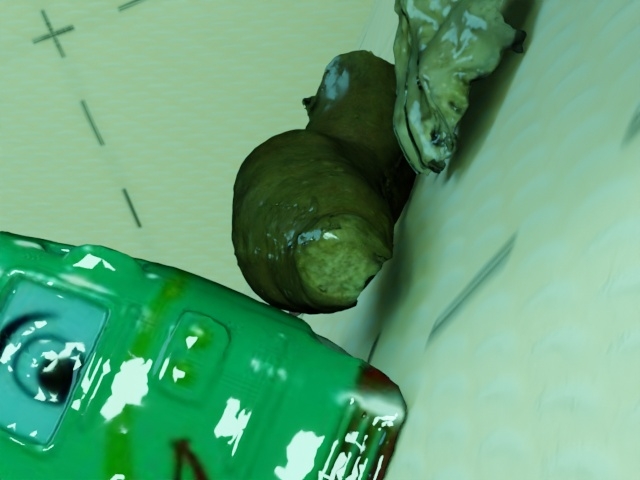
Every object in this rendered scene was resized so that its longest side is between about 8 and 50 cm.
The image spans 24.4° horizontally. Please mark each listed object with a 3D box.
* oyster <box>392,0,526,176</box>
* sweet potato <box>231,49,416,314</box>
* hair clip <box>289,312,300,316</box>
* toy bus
[{"bbox_3d":[0.062,-0.121,0.704,0.133,0.072,0.209,115,176,-64],"label":"oyster"},{"bbox_3d":[0.002,-0.027,0.736,0.112,0.085,0.286,-60,1,16],"label":"sweet potato"},{"bbox_3d":[-0.001,0.000,1.206,0.054,0.022,0.137,-55,11,57],"label":"hair clip"},{"bbox_3d":[-0.099,0.095,0.668,0.343,0.199,0.183,157,137,-82],"label":"toy bus"}]
